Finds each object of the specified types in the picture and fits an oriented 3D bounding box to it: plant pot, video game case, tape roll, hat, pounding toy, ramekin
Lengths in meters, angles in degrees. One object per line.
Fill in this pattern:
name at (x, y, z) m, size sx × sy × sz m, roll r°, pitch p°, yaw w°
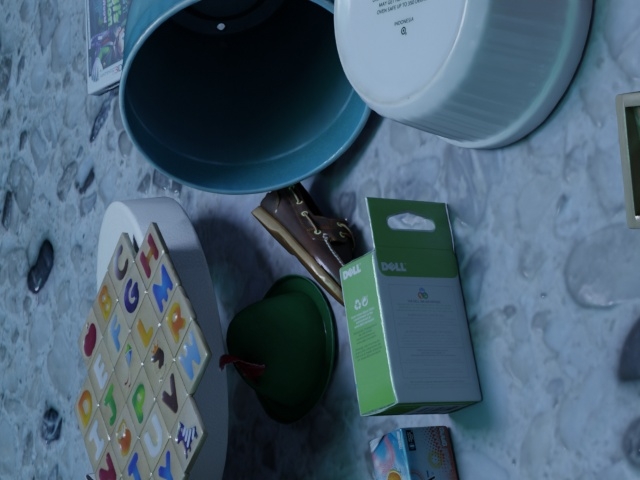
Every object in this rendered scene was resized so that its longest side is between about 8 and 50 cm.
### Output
plant pot at (-0.093, -0.234, 1.626) m, size 0.271 × 0.272 × 0.255 m, roll -60°, pitch 27°, yaw 34°
video game case at (-0.295, -0.320, 2.113) m, size 0.173 × 0.022 × 0.190 m, roll -14°, pitch 76°, yaw 54°
tape roll at (-0.202, 0.139, 1.814) m, size 0.392 × 0.072 × 0.392 m, roll 173°, pitch 90°, yaw -71°
hat at (-0.100, 0.117, 1.653) m, size 0.208 × 0.184 × 0.173 m, roll -46°, pitch 51°, yaw 44°
pounding toy at (0.317, -0.085, 1.154) m, size 0.130 × 0.100 × 0.141 m, roll 2°, pitch 100°, yaw 56°
ramekin at (0.123, -0.226, 1.402) m, size 0.273 × 0.127 × 0.272 m, roll -5°, pitch 84°, yaw 56°

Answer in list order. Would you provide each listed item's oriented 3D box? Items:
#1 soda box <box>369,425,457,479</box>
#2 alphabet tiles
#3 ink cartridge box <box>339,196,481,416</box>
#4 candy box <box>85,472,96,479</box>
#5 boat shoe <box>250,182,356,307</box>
soda box at (0.103, 0.279, 1.452) m, size 0.058 × 0.063 × 0.183 m, roll -33°, pitch 61°, yaw 50°
alphabet tiles at (-0.205, 0.159, 1.628) m, size 0.285 × 0.011 × 0.342 m, roll -64°, pitch 34°, yaw 29°
ink cartridge box at (0.084, 0.067, 1.454) m, size 0.062 × 0.109 × 0.209 m, roll -29°, pitch 65°, yaw 50°
candy box at (-0.200, 0.372, 1.678) m, size 0.233 × 0.071 × 0.159 m, roll 21°, pitch 114°, yaw 61°
boat shoe at (0.000, 0.000, 1.618) m, size 0.073 × 0.073 × 0.207 m, roll -40°, pitch 50°, yaw -4°
